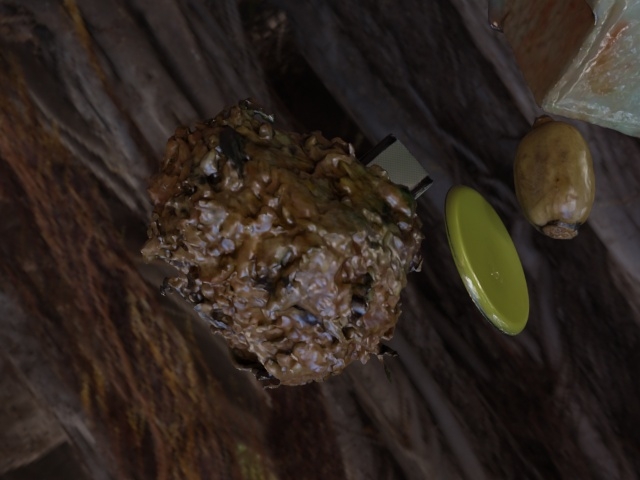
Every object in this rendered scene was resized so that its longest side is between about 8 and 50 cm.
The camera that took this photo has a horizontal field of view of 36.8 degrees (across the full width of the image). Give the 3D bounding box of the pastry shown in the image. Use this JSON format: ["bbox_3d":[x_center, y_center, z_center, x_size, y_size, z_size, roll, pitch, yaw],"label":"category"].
[{"bbox_3d":[-0.022,-0.007,0.802,0.193,0.275,0.275,-32,178,14],"label":"pastry"}]

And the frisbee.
[{"bbox_3d":[0.245,0.026,1.391,0.017,0.236,0.236,-23,-176,28],"label":"frisbee"}]

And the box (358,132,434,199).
[{"bbox_3d":[0.000,0.000,1.242,0.198,0.084,0.310,-41,179,-24],"label":"box"}]

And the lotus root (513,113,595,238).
[{"bbox_3d":[0.344,-0.106,1.428,0.118,0.221,0.125,13,151,-31],"label":"lotus root"}]

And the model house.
[{"bbox_3d":[0.362,-0.332,1.141,0.245,0.280,0.312,9,134,-23],"label":"model house"}]
